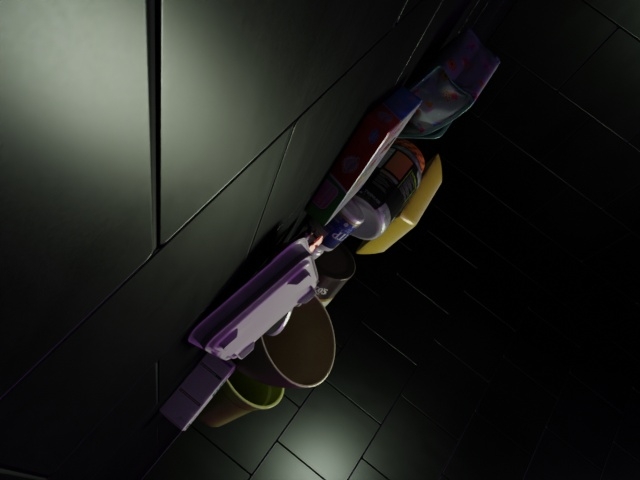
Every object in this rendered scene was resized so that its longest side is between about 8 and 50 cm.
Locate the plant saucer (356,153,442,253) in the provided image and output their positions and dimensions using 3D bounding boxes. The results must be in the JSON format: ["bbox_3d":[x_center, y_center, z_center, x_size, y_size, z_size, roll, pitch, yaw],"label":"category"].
[{"bbox_3d":[0.293,-0.105,1.913,0.332,0.081,0.333,-55,-176,-32],"label":"plant saucer"}]

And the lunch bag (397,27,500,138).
[{"bbox_3d":[0.316,-0.392,1.449,0.223,0.160,0.262,-53,-171,-36],"label":"lunch bag"}]

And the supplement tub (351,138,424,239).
[{"bbox_3d":[0.183,-0.166,1.674,0.316,0.194,0.193,-49,175,-33],"label":"supplement tub"}]

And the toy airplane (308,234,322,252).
[{"bbox_3d":[-0.043,0.052,1.371,0.151,0.028,0.151,-44,164,-16],"label":"toy airplane"}]

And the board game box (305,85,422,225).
[{"bbox_3d":[0.106,-0.207,1.341,0.316,0.064,0.242,-55,175,39],"label":"board game box"}]

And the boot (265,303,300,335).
[{"bbox_3d":[-0.088,0.172,1.578,0.123,0.095,0.258,52,47,-48],"label":"boot"}]

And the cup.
[{"bbox_3d":[-0.148,0.314,1.698,0.237,0.331,0.331,-25,-167,35],"label":"cup"}]

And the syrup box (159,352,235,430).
[{"bbox_3d":[-0.362,0.441,1.622,0.237,0.096,0.093,-49,175,-22],"label":"syrup box"}]

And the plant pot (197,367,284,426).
[{"bbox_3d":[-0.311,0.508,1.879,0.254,0.276,0.276,-41,-179,25],"label":"plant pot"}]

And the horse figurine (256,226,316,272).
[{"bbox_3d":[-0.105,0.071,1.421,0.174,0.066,0.263,-48,169,-28],"label":"horse figurine"}]

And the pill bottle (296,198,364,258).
[{"bbox_3d":[0.021,-0.036,1.524,0.187,0.112,0.112,-43,180,24],"label":"pill bottle"}]

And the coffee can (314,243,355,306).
[{"bbox_3d":[-0.034,0.139,1.876,0.275,0.202,0.201,-55,175,36],"label":"coffee can"}]

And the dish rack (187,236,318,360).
[{"bbox_3d":[-0.128,0.155,1.245,0.333,0.072,0.285,-40,164,-10],"label":"dish rack"}]
